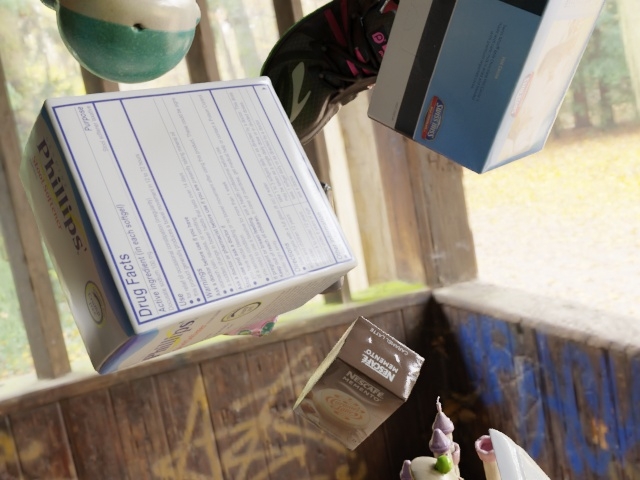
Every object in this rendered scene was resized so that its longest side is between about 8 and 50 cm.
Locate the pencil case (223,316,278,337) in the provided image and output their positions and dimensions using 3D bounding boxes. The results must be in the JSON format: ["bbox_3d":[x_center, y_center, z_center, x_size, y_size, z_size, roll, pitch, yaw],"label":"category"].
[{"bbox_3d":[-0.197,0.103,1.324,0.124,0.124,0.284,-3,-12,42],"label":"pencil case"}]

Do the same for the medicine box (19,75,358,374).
[{"bbox_3d":[-0.150,-0.028,0.869,0.289,0.263,0.149,-16,-16,-36],"label":"medicine box"}]

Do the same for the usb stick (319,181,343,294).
[{"bbox_3d":[0.000,0.000,1.577,0.077,0.278,0.045,-17,40,-9],"label":"usb stick"}]

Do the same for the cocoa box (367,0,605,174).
[{"bbox_3d":[0.262,-0.314,1.157,0.228,0.347,0.231,33,34,28],"label":"cocoa box"}]

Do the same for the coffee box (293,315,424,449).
[{"bbox_3d":[0.062,0.260,1.361,0.098,0.141,0.246,-56,-3,-39],"label":"coffee box"}]

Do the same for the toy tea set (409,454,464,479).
[{"bbox_3d":[0.139,0.331,0.743,0.200,0.124,0.336,14,24,-23],"label":"toy tea set"}]

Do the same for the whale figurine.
[{"bbox_3d":[-0.271,-0.299,1.026,0.216,0.141,0.272,1,26,-26],"label":"whale figurine"}]

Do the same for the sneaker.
[{"bbox_3d":[0.066,-0.352,1.366,0.483,0.185,0.202,-46,27,5],"label":"sneaker"}]

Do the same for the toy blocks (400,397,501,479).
[{"bbox_3d":[0.291,0.577,1.865,0.309,0.260,0.288,-9,26,14],"label":"toy blocks"}]

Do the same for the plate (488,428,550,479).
[{"bbox_3d":[0.473,0.568,1.626,0.045,0.277,0.278,-35,20,17],"label":"plate"}]
